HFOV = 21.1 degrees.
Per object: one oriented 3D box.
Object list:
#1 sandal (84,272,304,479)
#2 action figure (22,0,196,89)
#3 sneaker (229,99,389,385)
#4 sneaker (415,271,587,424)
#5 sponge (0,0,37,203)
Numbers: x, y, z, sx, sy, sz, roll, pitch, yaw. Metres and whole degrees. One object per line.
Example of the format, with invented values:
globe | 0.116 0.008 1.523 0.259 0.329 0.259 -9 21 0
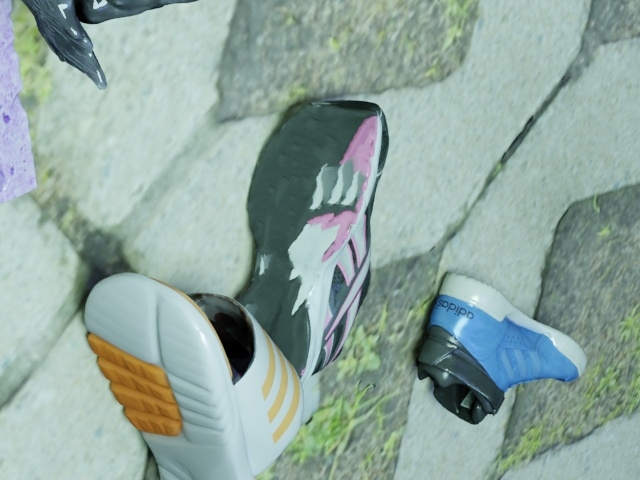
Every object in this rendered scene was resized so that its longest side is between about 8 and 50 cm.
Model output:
sandal | -0.054 0.092 0.942 0.076 0.102 0.265 -44 146 -25
action figure | -0.061 -0.177 0.734 0.276 0.141 0.164 -36 99 -35
sneaker | 0.000 0.000 0.982 0.077 0.072 0.178 -14 129 -58
sneaker | 0.118 0.087 1.154 0.152 0.058 0.084 33 78 -47
sponge | -0.219 -0.040 0.726 0.210 0.031 0.117 -28 129 -37
